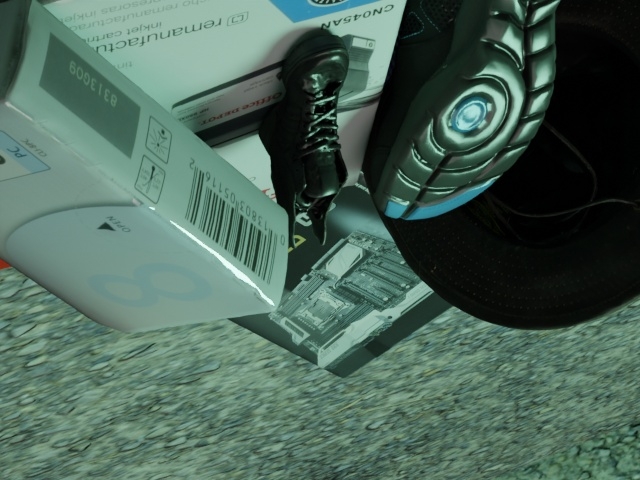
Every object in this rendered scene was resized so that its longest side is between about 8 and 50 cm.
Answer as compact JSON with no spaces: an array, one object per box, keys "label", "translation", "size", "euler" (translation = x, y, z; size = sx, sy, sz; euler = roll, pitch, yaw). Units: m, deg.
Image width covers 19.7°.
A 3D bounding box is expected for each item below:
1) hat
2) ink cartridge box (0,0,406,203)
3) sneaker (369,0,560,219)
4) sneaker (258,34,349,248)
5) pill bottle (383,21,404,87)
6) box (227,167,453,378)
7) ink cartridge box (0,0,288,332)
[{"label":"hat","translation":[0.208,-0.086,1.583],"size":[0.331,0.331,0.134],"euler":[-29,168,14]},{"label":"ink cartridge box","translation":[-0.100,-0.163,1.403],"size":[0.285,0.166,0.395],"euler":[-15,157,-14]},{"label":"sneaker","translation":[0.120,-0.175,1.480],"size":[0.125,0.139,0.341],"euler":[4,120,-39]},{"label":"sneaker","translation":[-0.004,-0.071,1.360],"size":[0.051,0.089,0.170],"euler":[-12,155,-24]},{"label":"pill bottle","translation":[0.103,-0.153,1.677],"size":[0.193,0.108,0.108],"euler":[-25,157,3]},{"label":"box","translation":[0.000,0.000,1.836],"size":[0.242,0.076,0.307],"euler":[-36,133,28]},{"label":"ink cartridge box","translation":[-0.263,-0.021,1.332],"size":[0.385,0.091,0.308],"euler":[-12,148,30]}]
